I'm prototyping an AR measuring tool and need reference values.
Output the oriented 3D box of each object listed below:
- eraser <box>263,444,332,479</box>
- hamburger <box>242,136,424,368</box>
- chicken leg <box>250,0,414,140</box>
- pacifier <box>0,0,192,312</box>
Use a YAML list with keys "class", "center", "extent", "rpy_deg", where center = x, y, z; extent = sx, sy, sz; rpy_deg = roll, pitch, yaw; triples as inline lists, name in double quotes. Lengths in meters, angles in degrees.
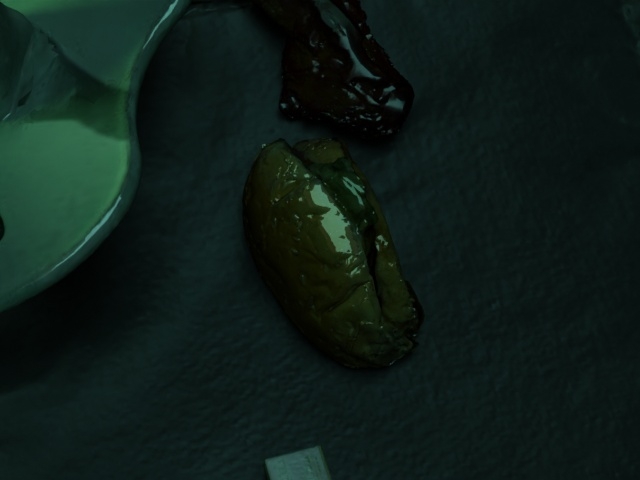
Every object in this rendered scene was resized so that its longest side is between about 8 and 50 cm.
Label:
- class: "eraser"
  center: [-0.006, 0.168, 1.001]
  extent: [0.038, 0.019, 0.083]
  rpy_deg: [-13, 66, -13]
- class: "hamburger"
  center: [-0.002, -0.006, 1.044]
  extent: [0.087, 0.102, 0.176]
  rpy_deg: [-24, 68, -3]
- class: "chicken leg"
  center: [-0.014, -0.147, 1.143]
  extent: [0.093, 0.053, 0.205]
  rpy_deg: [-35, 67, -5]
- class: "pacifier"
  center: [-0.233, -0.126, 0.996]
  extent: [0.288, 0.269, 0.343]
  rpy_deg: [-1, 58, 21]
